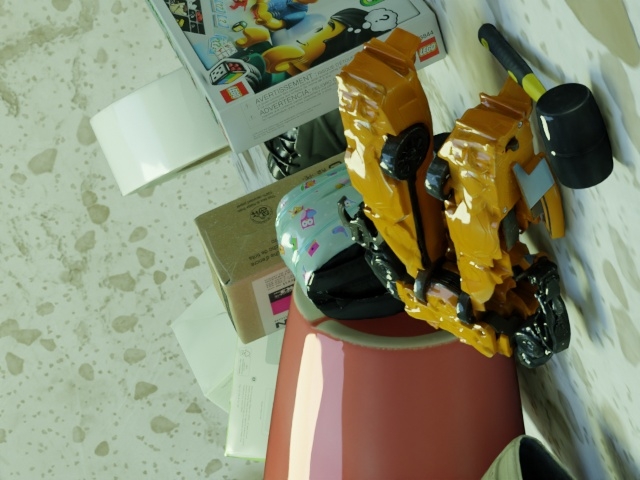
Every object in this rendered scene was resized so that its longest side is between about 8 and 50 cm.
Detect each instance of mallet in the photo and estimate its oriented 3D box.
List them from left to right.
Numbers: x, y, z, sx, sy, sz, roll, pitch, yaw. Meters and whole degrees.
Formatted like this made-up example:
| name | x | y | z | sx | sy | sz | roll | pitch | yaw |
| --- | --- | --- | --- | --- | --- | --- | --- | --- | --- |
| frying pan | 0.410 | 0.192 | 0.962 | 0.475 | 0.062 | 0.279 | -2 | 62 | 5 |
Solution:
| name | x | y | z | sx | sy | sz | roll | pitch | yaw |
| --- | --- | --- | --- | --- | --- | --- | --- | --- | --- |
| mallet | 0.143 | -0.092 | 1.081 | 0.190 | 0.039 | 0.062 | -116 | 2 | -65 |

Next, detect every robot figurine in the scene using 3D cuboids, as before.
| name | x | y | z | sx | sy | sz | roll | pitch | yaw |
| --- | --- | --- | --- | --- | --- | --- | --- | --- | --- |
| robot figurine | 0.106 | -0.019 | 1.250 | 0.211 | 0.085 | 0.291 | 28 | 154 | 29 |

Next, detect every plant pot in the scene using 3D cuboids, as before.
| name | x | y | z | sx | sy | sz | roll | pitch | yaw |
| --- | --- | --- | --- | --- | --- | --- | --- | --- | --- |
| plant pot | 0.074 | 0.144 | 1.560 | 0.275 | 0.274 | 0.243 | -123 | 27 | -54 |

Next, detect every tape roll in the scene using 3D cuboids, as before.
| name | x | y | z | sx | sy | sz | roll | pitch | yaw |
| --- | --- | --- | --- | --- | --- | --- | --- | --- | --- |
| tape roll | -0.119 | -0.153 | 1.901 | 0.100 | 0.286 | 0.286 | 65 | 174 | -2 |

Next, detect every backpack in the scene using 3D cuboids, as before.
| name | x | y | z | sx | sy | sz | roll | pitch | yaw |
| --- | --- | --- | --- | --- | --- | --- | --- | --- | --- |
| backpack | 0.054 | -0.011 | 1.438 | 0.152 | 0.182 | 0.115 | 72 | 171 | -54 |

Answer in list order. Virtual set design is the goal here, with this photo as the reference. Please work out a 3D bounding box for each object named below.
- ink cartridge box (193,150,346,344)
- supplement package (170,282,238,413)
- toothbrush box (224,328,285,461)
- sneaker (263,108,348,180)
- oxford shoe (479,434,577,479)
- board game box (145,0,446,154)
| name | x | y | z | sx | sy | sz | roll | pitch | yaw |
| --- | --- | --- | --- | --- | --- | --- | --- | --- | --- |
| ink cartridge box | 0.000 | 0.000 | 1.694 | 0.193 | 0.234 | 0.088 | 79 | 166 | -68 |
| supplement package | -0.051 | 0.116 | 2.323 | 0.145 | 0.262 | 0.204 | 41 | -172 | -33 |
| toothbrush box | 0.002 | 0.174 | 2.051 | 0.283 | 0.122 | 0.206 | 17 | -101 | -67 |
| sneaker | -0.002 | -0.122 | 1.738 | 0.286 | 0.130 | 0.109 | 74 | 171 | -49 |
| oxford shoe | 0.241 | 0.297 | 1.283 | 0.397 | 0.140 | 0.147 | 36 | 111 | 43 |
| board game box | -0.041 | -0.208 | 1.423 | 0.305 | 0.193 | 0.053 | 58 | 171 | 48 |
